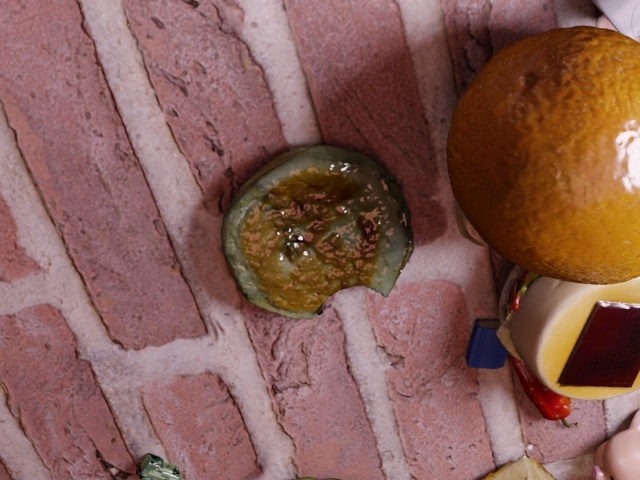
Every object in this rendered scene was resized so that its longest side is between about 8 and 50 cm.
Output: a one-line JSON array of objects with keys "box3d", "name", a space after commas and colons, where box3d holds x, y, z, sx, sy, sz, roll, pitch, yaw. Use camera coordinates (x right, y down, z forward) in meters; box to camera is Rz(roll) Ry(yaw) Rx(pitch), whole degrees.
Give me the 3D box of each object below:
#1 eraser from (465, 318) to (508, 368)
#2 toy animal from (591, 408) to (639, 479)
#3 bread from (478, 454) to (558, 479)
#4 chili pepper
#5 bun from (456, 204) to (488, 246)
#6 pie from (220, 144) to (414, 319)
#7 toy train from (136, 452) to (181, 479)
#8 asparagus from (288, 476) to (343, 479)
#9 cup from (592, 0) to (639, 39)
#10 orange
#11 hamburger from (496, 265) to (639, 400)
[{"box3d": [0.277, 0.170, 1.760, 0.063, 0.027, 0.084, 3, 123, -11], "name": "eraser"}, {"box3d": [0.571, 0.439, 1.907, 0.149, 0.165, 0.248, -24, 130, 2], "name": "toy animal"}, {"box3d": [0.358, 0.573, 1.934, 0.279, 0.207, 0.279, -33, 121, 15], "name": "bread"}, {"box3d": [0.377, 0.255, 1.812, 0.059, 0.050, 0.268, -15, 135, 26], "name": "chili pepper"}, {"box3d": [0.241, -0.036, 1.600, 0.086, 0.055, 0.086, -1, 97, -11], "name": "bun"}, {"box3d": [-0.003, -0.006, 1.580, 0.303, 0.067, 0.302, -4, 124, -6], "name": "pie"}, {"box3d": [-0.271, 0.399, 1.835, 0.083, 0.033, 0.053, 25, 113, -23], "name": "toy train"}, {"box3d": [0.048, 0.467, 1.901, 0.287, 0.080, 0.080, 18, 119, -18], "name": "asparagus"}, {"box3d": [0.436, -0.326, 1.405, 0.133, 0.099, 0.136, -41, 118, 18], "name": "cup"}, {"box3d": [0.340, -0.100, 1.417, 0.322, 0.322, 0.357, -30, 128, 12], "name": "orange"}, {"box3d": [0.423, 0.104, 1.653, 0.302, 0.170, 0.302, -6, 126, -8], "name": "hamburger"}]
